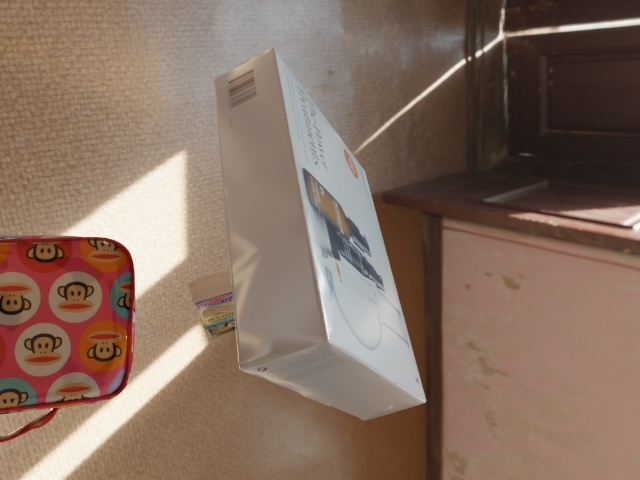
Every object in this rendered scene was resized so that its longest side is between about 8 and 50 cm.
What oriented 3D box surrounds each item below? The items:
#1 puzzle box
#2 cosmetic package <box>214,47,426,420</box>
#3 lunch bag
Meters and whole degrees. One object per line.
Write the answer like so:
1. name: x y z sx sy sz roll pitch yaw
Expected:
1. puzzle box: -0.082 0.108 1.252 0.408 0.052 0.272 -16 155 -11
2. cosmetic package: 0.000 0.000 0.666 0.284 0.097 0.378 46 28 -54
3. lunch bag: -0.388 0.121 0.697 0.292 0.120 0.259 3 85 -24
